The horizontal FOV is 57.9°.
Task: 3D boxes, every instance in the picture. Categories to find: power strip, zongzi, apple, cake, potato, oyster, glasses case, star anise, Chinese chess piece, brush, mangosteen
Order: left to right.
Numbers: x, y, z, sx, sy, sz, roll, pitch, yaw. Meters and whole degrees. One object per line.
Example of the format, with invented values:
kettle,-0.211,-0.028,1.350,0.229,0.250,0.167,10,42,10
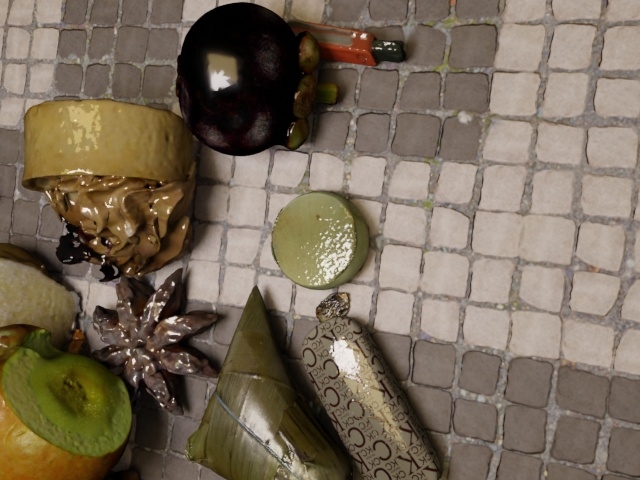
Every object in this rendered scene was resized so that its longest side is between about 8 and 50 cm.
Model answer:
potato,-0.721,0.154,1.281,0.237,0.301,0.289,4,56,39
apple,-0.554,0.323,1.045,0.374,0.383,0.375,33,139,34
power strip,-0.539,0.287,1.296,0.028,0.049,0.178,-4,87,13
cake,-0.402,-0.081,1.115,0.332,0.332,0.322,-2,87,19
star anise,-0.352,0.210,1.198,0.331,0.117,0.332,1,94,16
mangosteen,-0.112,-0.288,1.073,0.301,0.275,0.275,4,90,-13
zongzi,-0.062,0.293,1.069,0.322,0.160,0.361,15,87,27
Chinese chess piece,0.000,0.000,1.101,0.188,0.083,0.189,-1,87,22
brush,0.008,-0.379,1.114,0.323,0.070,0.051,18,93,22
oyster,0.024,0.131,1.118,0.083,0.019,0.054,-45,75,13
glasses case,0.087,0.307,1.057,0.137,0.085,0.355,-33,79,19

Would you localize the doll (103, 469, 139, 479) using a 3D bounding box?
doll,-0.456,0.639,1.165,0.340,0.317,0.209,55,128,25
